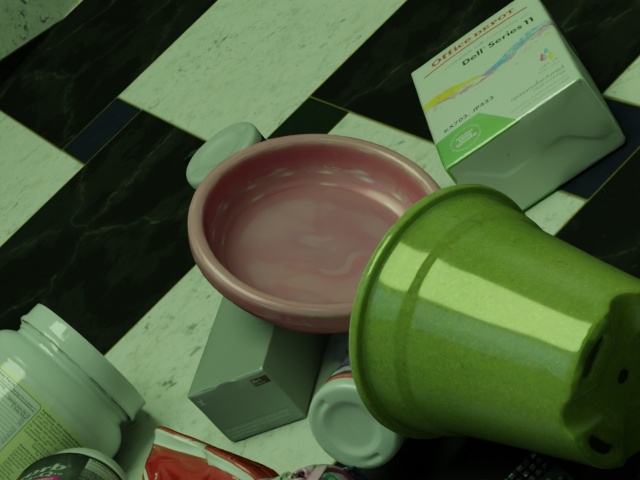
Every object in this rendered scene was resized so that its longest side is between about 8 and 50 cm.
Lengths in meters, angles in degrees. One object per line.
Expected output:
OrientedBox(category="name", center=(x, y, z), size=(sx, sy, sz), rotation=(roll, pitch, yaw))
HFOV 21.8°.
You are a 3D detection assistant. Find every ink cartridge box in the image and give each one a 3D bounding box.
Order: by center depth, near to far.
OrientedBox(category="ink cartridge box", center=(0.242, -0.190, 2.159), size=(0.207, 0.119, 0.353), rotation=(-34, 28, 13))

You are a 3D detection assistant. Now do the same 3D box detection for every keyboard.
OrientedBox(category="keyboard", center=(0.166, 0.281, 1.668), size=(0.180, 0.023, 0.108), rotation=(-43, 27, -5))

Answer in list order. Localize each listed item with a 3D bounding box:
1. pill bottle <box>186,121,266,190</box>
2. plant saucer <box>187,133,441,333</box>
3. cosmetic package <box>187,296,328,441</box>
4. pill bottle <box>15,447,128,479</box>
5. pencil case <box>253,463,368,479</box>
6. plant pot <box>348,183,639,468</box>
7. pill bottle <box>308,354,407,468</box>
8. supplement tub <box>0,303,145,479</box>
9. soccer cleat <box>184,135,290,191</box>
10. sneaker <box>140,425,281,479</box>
OrientedBox(category="pill bottle", center=(-0.076, -0.049, 2.258), size=(0.119, 0.208, 0.119), rotation=(-31, 28, 19))
OrientedBox(category="plant saucer", center=(0.000, 0.000, 2.080), size=(0.332, 0.084, 0.332), rotation=(2, 43, -2))
OrientedBox(category="cosmetic package", center=(-0.068, 0.127, 2.110), size=(0.127, 0.107, 0.238), rotation=(-21, 36, 33))
OrientedBox(category="pill bottle", center=(-0.303, 0.342, 1.956), size=(0.162, 0.162, 0.278), rotation=(-38, 6, 5))
OrientedBox(category="pencil case", center=(-0.084, 0.313, 1.825), size=(0.284, 0.124, 0.124), rotation=(-15, 37, 37))
OrientedBox(category="plant pot", center=(0.214, 0.103, 1.652), size=(0.254, 0.276, 0.276), rotation=(20, 63, 46))
OrientedBox(category="pill bottle", center=(0.073, 0.160, 1.838), size=(0.108, 0.108, 0.193), rotation=(-21, 14, 34))
OrientedBox(category="supplement tub", center=(-0.413, 0.267, 2.193), size=(0.325, 0.235, 0.235), rotation=(-47, 28, -13))
OrientedBox(category="soccer cleat", center=(-0.090, -0.105, 2.499), size=(0.116, 0.108, 0.318), rotation=(-31, 19, -29))
OrientedBox(category="sneaker", center=(-0.137, 0.310, 1.982), size=(0.221, 0.087, 0.128), rotation=(14, 81, 51))
